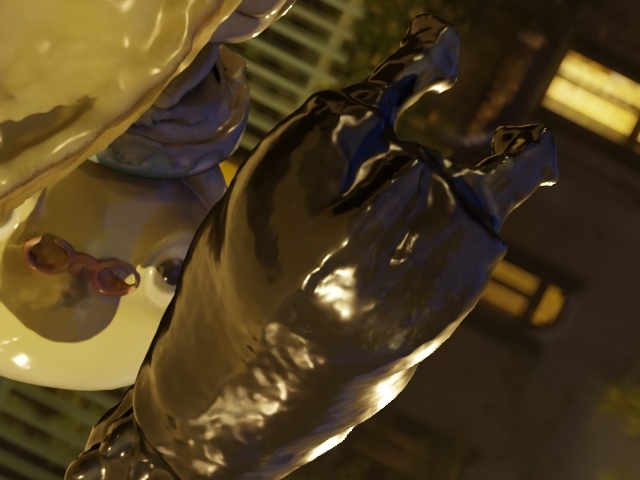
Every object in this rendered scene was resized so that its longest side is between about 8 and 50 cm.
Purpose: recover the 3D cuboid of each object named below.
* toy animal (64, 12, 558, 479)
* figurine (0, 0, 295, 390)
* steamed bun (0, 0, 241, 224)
[{"bbox_3d":[-0.030,0.055,0.830,0.343,0.106,0.168,-50,174,39],"label":"toy animal"},{"bbox_3d":[-0.104,-0.108,1.053,0.274,0.226,0.394,-95,-151,-45],"label":"figurine"},{"bbox_3d":[-0.210,-0.089,0.701,0.428,0.247,0.189,-49,-159,-20],"label":"steamed bun"}]
